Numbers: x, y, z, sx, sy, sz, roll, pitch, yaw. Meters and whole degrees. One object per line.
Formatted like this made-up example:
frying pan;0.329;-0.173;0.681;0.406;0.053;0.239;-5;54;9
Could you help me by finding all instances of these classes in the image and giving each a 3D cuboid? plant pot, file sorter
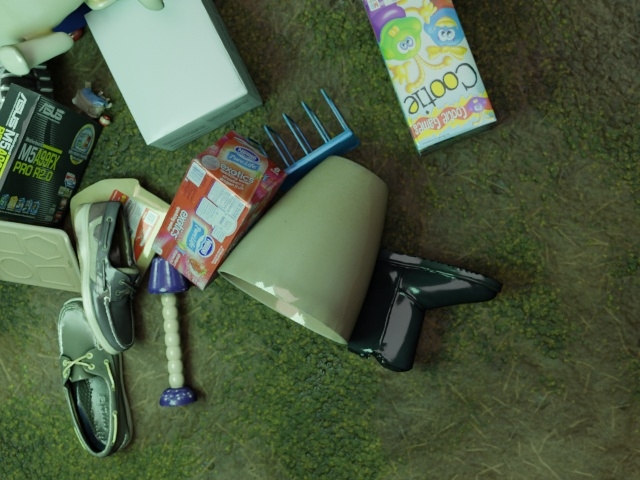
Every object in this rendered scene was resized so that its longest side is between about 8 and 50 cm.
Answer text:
plant pot;0.000;0.000;1.531;0.257;0.256;0.274;28;79;6
file sorter;-0.032;-0.179;1.576;0.170;0.118;0.104;-32;83;7

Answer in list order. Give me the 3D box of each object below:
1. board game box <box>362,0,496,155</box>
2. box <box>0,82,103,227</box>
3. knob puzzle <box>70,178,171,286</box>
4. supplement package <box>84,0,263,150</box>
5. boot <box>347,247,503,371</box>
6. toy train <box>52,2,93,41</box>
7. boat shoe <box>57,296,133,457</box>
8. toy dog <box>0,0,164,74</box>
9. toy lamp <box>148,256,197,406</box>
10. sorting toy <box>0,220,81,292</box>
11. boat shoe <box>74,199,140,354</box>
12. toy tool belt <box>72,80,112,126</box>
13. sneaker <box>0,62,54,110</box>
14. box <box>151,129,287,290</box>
board game box;0.190;-0.303;1.528;0.144;0.142;0.275;-21;88;8
box;-0.500;-0.140;1.556;0.060;0.270;0.216;23;89;8
knob puzzle;-0.386;-0.032;1.669;0.213;0.030;0.213;1;95;12
supplement package;-0.261;-0.325;1.589;0.204;0.145;0.261;-27;87;7
boot;0.181;0.136;1.561;0.247;0.094;0.207;14;89;14
toy train;-0.421;-0.489;1.638;0.248;0.105;0.143;-25;74;8
boat shoe;-0.431;0.256;1.652;0.109;0.091;0.304;-16;89;8
toy dog;-0.533;-0.444;1.437;0.408;0.284;0.395;-33;56;1
toy lamp;-0.275;0.166;1.638;0.080;0.080;0.274;-4;93;8
sorting toy;-0.536;0.024;1.634;0.208;0.193;0.038;12;53;9
boat shoe;-0.378;0.064;1.609;0.093;0.103;0.285;-12;87;17
toy tool belt;-0.422;-0.259;1.660;0.083;0.052;0.051;37;104;6
sneaker;-0.588;-0.304;1.645;0.163;0.106;0.281;-18;74;41
box;-0.180;-0.049;1.533;0.128;0.122;0.257;39;135;5
